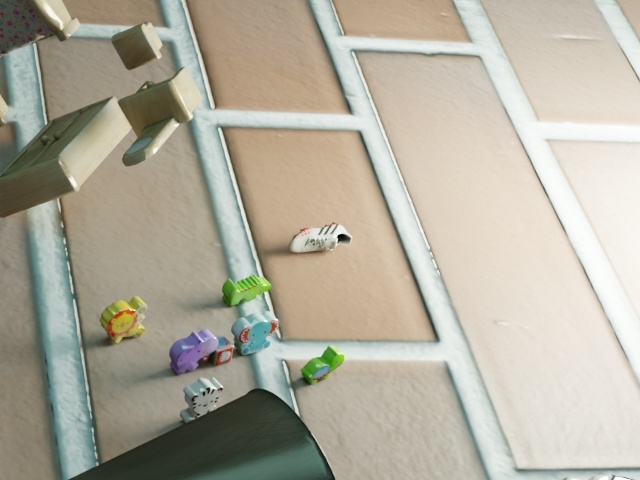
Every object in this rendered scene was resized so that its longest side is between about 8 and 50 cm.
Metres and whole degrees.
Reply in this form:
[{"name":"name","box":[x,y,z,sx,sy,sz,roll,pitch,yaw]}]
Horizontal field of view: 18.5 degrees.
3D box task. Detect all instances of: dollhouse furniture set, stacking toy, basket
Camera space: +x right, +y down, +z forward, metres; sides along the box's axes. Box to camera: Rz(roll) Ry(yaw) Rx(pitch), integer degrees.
[{"name":"dollhouse furniture set","box":[-0.359,-0.231,2.239,0.303,0.355,0.174,-17,23,29]},{"name":"stacking toy","box":[-0.103,0.106,2.119,0.221,0.052,0.167,-16,44,-34]},{"name":"basket","box":[-0.123,0.253,1.833,0.227,0.154,0.204,-15,42,-27]}]

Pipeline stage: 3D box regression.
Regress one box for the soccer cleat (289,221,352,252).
[{"name":"soccer cleat","box":[0.000,0.000,2.315,0.083,0.029,0.035,-15,39,-39]}]

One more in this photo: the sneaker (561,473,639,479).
[{"name":"sneaker","box":[0.264,0.350,1.843,0.236,0.130,0.323,8,39,11]}]
